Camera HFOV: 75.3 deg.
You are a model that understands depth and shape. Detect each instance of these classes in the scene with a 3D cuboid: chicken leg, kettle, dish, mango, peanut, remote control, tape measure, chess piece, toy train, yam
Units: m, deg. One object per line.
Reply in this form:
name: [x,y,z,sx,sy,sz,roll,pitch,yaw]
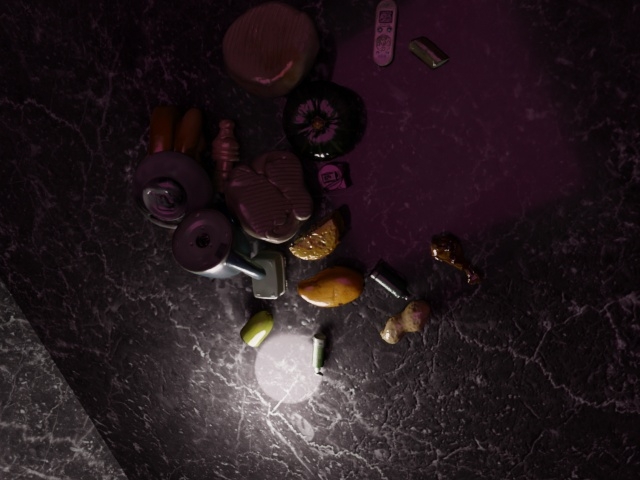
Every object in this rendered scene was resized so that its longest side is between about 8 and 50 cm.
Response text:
chicken leg: [0.546,0.078,1.655,0.251,0.087,0.107,43,130,-6]
kettle: [-0.370,0.060,1.665,0.319,0.342,0.247,32,83,20]
dish: [-0.595,-0.178,1.629,0.324,0.124,0.324,0,115,0]
mango: [0.050,0.201,1.811,0.295,0.120,0.177,-12,109,21]
peanut: [0.362,0.351,1.770,0.263,0.101,0.117,-39,72,23]
remote control: [0.236,-0.759,1.520,0.078,0.042,0.221,8,106,15]
tape measure: [0.054,-0.260,1.699,0.125,0.074,0.118,-14,100,17]
chess piece: [-0.417,-0.365,1.795,0.139,0.124,0.307,19,110,45]
toy train: [-0.515,-0.084,1.847,0.299,0.202,0.131,-26,99,20]
yam: [0.388,-0.676,1.487,0.146,0.070,0.070,42,112,2]

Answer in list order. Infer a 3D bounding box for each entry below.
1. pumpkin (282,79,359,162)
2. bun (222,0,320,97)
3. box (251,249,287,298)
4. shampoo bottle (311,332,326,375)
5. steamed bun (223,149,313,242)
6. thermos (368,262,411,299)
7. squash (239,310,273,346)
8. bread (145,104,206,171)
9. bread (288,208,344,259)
pumpkin: [0.001,-0.455,1.593,0.300,0.207,0.300,1,110,2]
bun: [-0.178,-0.697,1.551,0.365,0.219,0.365,-3,80,15]
box: [-0.230,0.152,1.871,0.148,0.129,0.210,1,105,15]
shampoo bottle: [-0.007,0.541,1.953,0.065,0.065,0.204,8,108,14]
steamed bun: [-0.214,-0.154,1.699,0.342,0.255,0.368,-15,80,-21]
thermos: [0.301,0.179,1.761,0.187,0.083,0.073,39,134,1]
squash: [-0.293,0.405,1.972,0.123,0.123,0.187,39,109,3]
bread: [-0.628,-0.367,1.812,0.245,0.329,0.424,-3,109,-26]
bread: [0.004,-0.003,1.747,0.260,0.160,0.147,-35,100,16]
